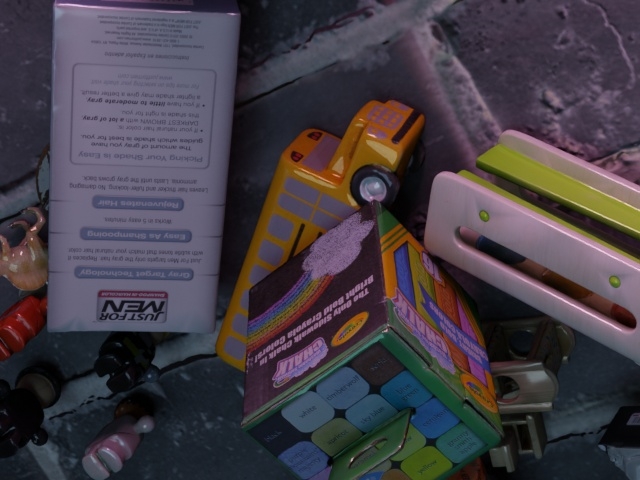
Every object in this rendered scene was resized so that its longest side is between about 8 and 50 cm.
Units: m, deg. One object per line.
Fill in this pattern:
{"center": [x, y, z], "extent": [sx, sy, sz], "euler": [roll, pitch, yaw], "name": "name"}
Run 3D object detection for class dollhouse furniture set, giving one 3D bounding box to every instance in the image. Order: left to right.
{"center": [0.213, 0.191, 1.472], "extent": [0.101, 0.182, 0.161], "euler": [-7, 112, 23], "name": "dollhouse furniture set"}

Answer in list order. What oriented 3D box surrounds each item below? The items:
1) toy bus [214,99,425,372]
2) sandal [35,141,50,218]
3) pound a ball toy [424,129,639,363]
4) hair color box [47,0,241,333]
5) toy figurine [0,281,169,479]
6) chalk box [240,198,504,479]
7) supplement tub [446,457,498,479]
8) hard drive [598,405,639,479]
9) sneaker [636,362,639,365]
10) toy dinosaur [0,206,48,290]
{"center": [0.000, 0.000, 1.501], "extent": [0.130, 0.108, 0.333], "euler": [26, 121, 8], "name": "toy bus"}
{"center": [-0.253, -0.030, 1.608], "extent": [0.090, 0.060, 0.219], "euler": [-29, 120, 7], "name": "sandal"}
{"center": [0.289, 0.010, 1.366], "extent": [0.319, 0.208, 0.136], "euler": [29, 132, 29], "name": "pound a ball toy"}
{"center": [-0.193, -0.086, 1.486], "extent": [0.185, 0.113, 0.374], "euler": [1, 118, -10], "name": "hair color box"}
{"center": [-0.290, 0.161, 1.671], "extent": [0.209, 0.148, 0.213], "euler": [11, 116, 8], "name": "toy figurine"}
{"center": [0.047, 0.136, 1.329], "extent": [0.180, 0.289, 0.179], "euler": [-36, 117, 20], "name": "chalk box"}
{"center": [0.141, 0.383, 1.575], "extent": [0.193, 0.193, 0.316], "euler": [-6, 117, 22], "name": "supplement tub"}
{"center": [0.467, 0.290, 1.404], "extent": [0.339, 0.064, 0.237], "euler": [42, 158, -15], "name": "hard drive"}
{"center": [0.451, 0.180, 1.444], "extent": [0.305, 0.114, 0.152], "euler": [46, 146, -10], "name": "sneaker"}
{"center": [-0.339, 0.013, 1.650], "extent": [0.053, 0.183, 0.093], "euler": [126, 126, -65], "name": "toy dinosaur"}
